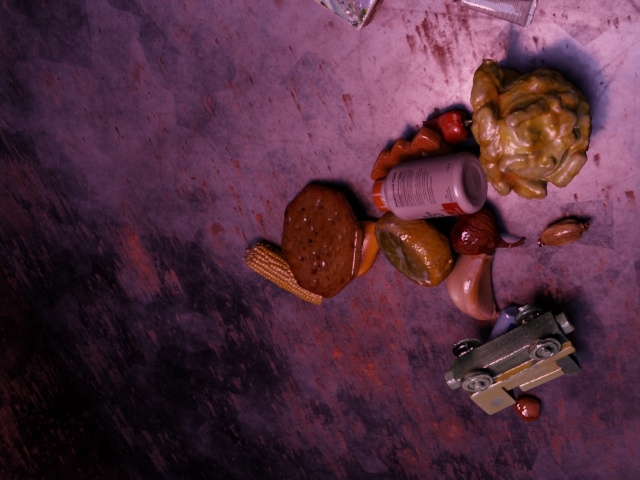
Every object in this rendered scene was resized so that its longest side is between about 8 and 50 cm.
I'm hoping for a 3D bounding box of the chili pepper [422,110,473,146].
[{"bbox_3d":[0.356,-0.300,1.768,0.192,0.084,0.086,-12,155,36],"label":"chili pepper"}]

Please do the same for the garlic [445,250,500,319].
[{"bbox_3d":[0.453,0.137,1.962,0.164,0.145,0.245,-18,114,0],"label":"garlic"}]

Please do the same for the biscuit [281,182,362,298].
[{"bbox_3d":[0.000,-0.001,2.063,0.359,0.046,0.359,8,102,45],"label":"biscuit"}]

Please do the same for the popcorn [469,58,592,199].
[{"bbox_3d":[0.497,-0.269,1.595,0.279,0.274,0.336,8,121,20],"label":"popcorn"}]

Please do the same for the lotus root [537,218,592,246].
[{"bbox_3d":[0.651,-0.023,1.792,0.152,0.063,0.072,-22,144,31],"label":"lotus root"}]

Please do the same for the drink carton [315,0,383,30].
[{"bbox_3d":[0.026,-0.703,1.669,0.324,0.132,0.194,36,127,2],"label":"drink carton"}]

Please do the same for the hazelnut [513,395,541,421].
[{"bbox_3d":[0.653,0.530,2.114,0.086,0.086,0.086,13,123,20],"label":"hazelnut"}]

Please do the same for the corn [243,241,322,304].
[{"bbox_3d":[-0.113,0.107,2.235,0.317,0.115,0.115,31,127,5],"label":"corn"}]

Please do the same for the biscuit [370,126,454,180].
[{"bbox_3d":[0.270,-0.199,1.860,0.306,0.043,0.284,0,141,38],"label":"biscuit"}]

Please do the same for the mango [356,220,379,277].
[{"bbox_3d":[0.111,0.024,2.064,0.217,0.102,0.141,-48,60,28],"label":"mango"}]

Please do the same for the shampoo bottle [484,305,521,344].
[{"bbox_3d":[0.551,0.309,2.027,0.103,0.061,0.258,3,127,-16],"label":"shampoo bottle"}]

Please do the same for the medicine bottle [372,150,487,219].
[{"bbox_3d":[0.276,-0.136,1.752,0.288,0.157,0.157,-5,116,43],"label":"medicine bottle"}]

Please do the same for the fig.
[{"bbox_3d":[0.461,-0.004,1.867,0.201,0.134,0.146,29,137,-2],"label":"fig"}]

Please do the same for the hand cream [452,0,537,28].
[{"bbox_3d":[0.415,-0.566,1.612,0.194,0.042,0.067,18,117,10],"label":"hand cream"}]

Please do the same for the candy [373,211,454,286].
[{"bbox_3d":[0.267,0.019,1.923,0.260,0.118,0.260,45,164,17],"label":"candy"}]

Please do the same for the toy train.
[{"bbox_3d":[0.560,0.343,1.923,0.397,0.160,0.253,-33,129,20],"label":"toy train"}]
